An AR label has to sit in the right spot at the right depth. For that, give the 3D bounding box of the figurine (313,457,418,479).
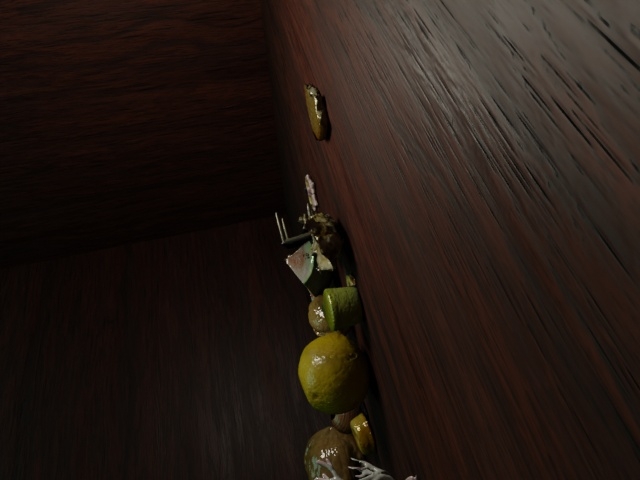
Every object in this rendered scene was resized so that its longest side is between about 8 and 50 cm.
[{"bbox_3d":[0.124,0.648,0.904,0.315,0.285,0.206,-84,-14,-74],"label":"figurine"}]

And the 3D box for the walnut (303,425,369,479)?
[{"bbox_3d":[0.070,1.033,1.858,0.306,0.306,0.343,163,102,-83],"label":"walnut"}]

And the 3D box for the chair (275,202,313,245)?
[{"bbox_3d":[-0.089,-0.006,1.809,0.188,0.167,0.272,59,-165,-81],"label":"chair"}]

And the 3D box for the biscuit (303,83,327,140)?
[{"bbox_3d":[-0.014,-0.393,1.193,0.176,0.031,0.228,101,158,-70],"label":"biscuit"}]

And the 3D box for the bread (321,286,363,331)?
[{"bbox_3d":[0.064,0.206,1.202,0.111,0.114,0.129,-111,12,-49],"label":"bread"}]

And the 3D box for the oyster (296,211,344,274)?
[{"bbox_3d":[0.004,0.007,1.296,0.337,0.133,0.197,157,99,-85],"label":"oyster"}]

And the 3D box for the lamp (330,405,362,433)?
[{"bbox_3d":[0.108,0.713,1.630,0.136,0.137,0.136,168,90,-83],"label":"lamp"}]

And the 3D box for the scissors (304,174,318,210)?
[{"bbox_3d":[-0.050,-0.218,1.789,0.317,0.024,0.160,-130,28,-75],"label":"scissors"}]

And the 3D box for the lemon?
[{"bbox_3d":[0.047,0.428,1.273,0.228,0.229,0.253,-131,24,-76],"label":"lemon"}]

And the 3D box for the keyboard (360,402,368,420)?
[{"bbox_3d":[0.154,0.618,1.583,0.196,0.015,0.074,-112,8,-56],"label":"keyboard"}]

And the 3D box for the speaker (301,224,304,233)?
[{"bbox_3d":[-0.074,-0.072,2.158,0.191,0.040,0.046,131,129,-82],"label":"speaker"}]

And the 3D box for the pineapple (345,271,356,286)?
[{"bbox_3d":[0.092,0.120,1.240,0.083,0.019,0.045,118,134,-78],"label":"pineapple"}]

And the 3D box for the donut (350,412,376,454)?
[{"bbox_3d":[0.158,0.730,1.506,0.152,0.058,0.151,161,90,-79],"label":"donut"}]

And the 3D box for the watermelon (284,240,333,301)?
[{"bbox_3d":[-0.036,0.120,1.588,0.305,0.180,0.223,72,-149,-71],"label":"watermelon"}]

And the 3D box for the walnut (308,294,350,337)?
[{"bbox_3d":[0.034,0.279,1.447,0.184,0.156,0.155,-111,12,-56],"label":"walnut"}]
